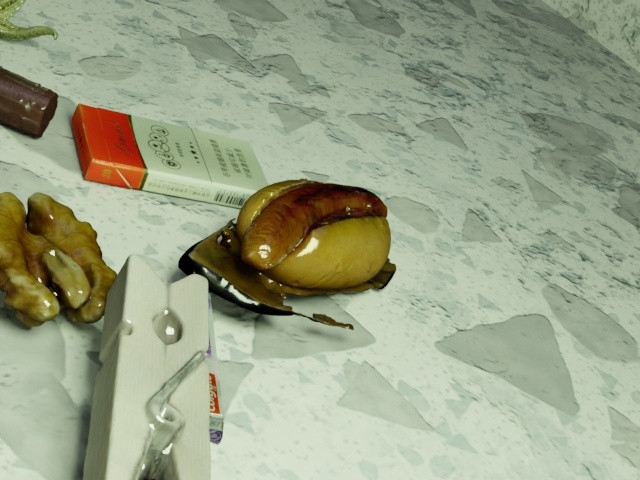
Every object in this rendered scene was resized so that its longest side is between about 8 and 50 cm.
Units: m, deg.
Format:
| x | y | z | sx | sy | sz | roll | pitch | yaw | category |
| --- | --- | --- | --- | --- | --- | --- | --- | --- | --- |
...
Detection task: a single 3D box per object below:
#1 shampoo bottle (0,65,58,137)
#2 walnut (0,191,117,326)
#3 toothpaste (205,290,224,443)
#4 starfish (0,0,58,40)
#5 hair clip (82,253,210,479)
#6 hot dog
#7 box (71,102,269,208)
| x | y | z | sx | sy | sz | roll | pitch | yaw | category |
| --- | --- | --- | --- | --- | --- | --- | --- | --- | --- |
| -0.438 | -0.199 | 1.381 | 0.236 | 0.068 | 0.067 | 22 | 31 | -4 | shampoo bottle |
| -0.281 | 0.024 | 1.139 | 0.142 | 0.069 | 0.170 | 2 | 42 | -40 | walnut |
| -0.123 | 0.118 | 1.140 | 0.047 | 0.040 | 0.196 | 13 | 32 | -18 | toothpaste |
| -0.464 | -0.302 | 1.552 | 0.223 | 0.050 | 0.217 | 14 | 35 | 3 | starfish |
| -0.150 | 0.148 | 0.988 | 0.101 | 0.085 | 0.331 | 18 | 34 | -20 | hair clip |
| -0.004 | -0.004 | 1.324 | 0.194 | 0.107 | 0.326 | 32 | 22 | 12 | hot dog |
| -0.188 | -0.104 | 1.458 | 0.245 | 0.035 | 0.139 | 9 | 33 | -28 | box |
